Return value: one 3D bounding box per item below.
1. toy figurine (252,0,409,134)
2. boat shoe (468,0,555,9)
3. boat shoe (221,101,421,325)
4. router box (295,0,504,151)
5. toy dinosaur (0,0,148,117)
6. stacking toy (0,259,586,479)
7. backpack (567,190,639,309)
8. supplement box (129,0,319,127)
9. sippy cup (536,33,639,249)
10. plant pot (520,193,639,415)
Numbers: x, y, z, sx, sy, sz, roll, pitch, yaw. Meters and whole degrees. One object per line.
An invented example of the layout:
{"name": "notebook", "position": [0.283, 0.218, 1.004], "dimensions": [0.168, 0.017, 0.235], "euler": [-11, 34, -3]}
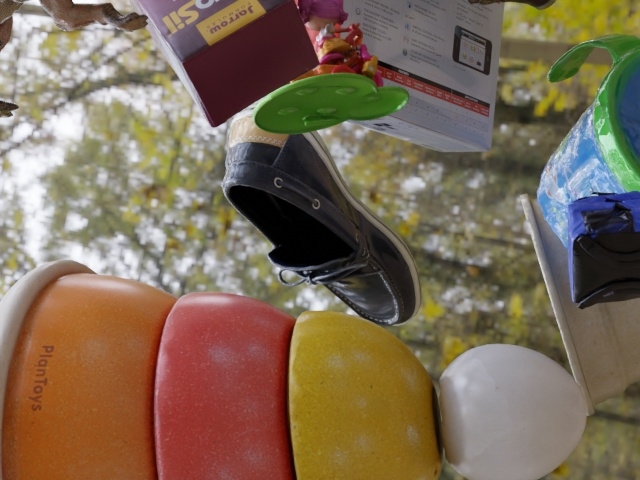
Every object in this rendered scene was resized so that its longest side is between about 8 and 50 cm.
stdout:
{"name": "toy figurine", "position": [-0.003, -0.209, 1.251], "dimensions": [0.173, 0.130, 0.159], "euler": [-5, -108, -28]}
{"name": "boat shoe", "position": [0.246, -0.318, 1.421], "dimensions": [0.095, 0.095, 0.257], "euler": [-45, -2, 39]}
{"name": "boat shoe", "position": [0.000, 0.000, 1.882], "dimensions": [0.500, 0.187, 0.156], "euler": [53, -134, -41]}
{"name": "router box", "position": [0.104, -0.283, 1.477], "dimensions": [0.335, 0.082, 0.301], "euler": [12, -97, -50]}
{"name": "toy dinosaur", "position": [-0.258, -0.216, 0.908], "dimensions": [0.127, 0.296, 0.200], "euler": [-5, -108, -52]}
{"name": "stacking toy", "position": [-0.020, 0.173, 1.015], "dimensions": [0.350, 0.480, 0.350], "euler": [-5, -90, -78]}
{"name": "backpack", "position": [0.304, -0.001, 1.187], "dimensions": [0.101, 0.120, 0.098], "euler": [-84, -13, -45]}
{"name": "supplement box", "position": [-0.094, -0.196, 0.996], "dimensions": [0.104, 0.188, 0.081], "euler": [-31, -37, -5]}
{"name": "sippy cup", "position": [0.392, -0.085, 1.499], "dimensions": [0.224, 0.240, 0.305], "euler": [133, 149, -57]}
{"name": "plant pot", "position": [0.481, 0.051, 1.731], "dimensions": [0.334, 0.305, 0.333], "euler": [-17, -90, -80]}
